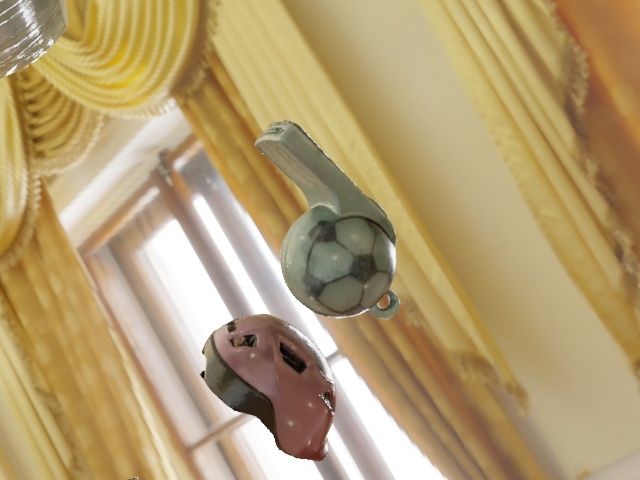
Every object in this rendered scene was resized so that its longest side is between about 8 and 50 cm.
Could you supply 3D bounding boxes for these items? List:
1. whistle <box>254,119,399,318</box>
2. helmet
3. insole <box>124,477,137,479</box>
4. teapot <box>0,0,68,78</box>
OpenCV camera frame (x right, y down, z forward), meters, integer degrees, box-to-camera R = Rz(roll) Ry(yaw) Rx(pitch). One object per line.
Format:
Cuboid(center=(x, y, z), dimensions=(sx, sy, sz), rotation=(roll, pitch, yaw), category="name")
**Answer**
Cuboid(center=(0.000, 0.000, 1.326), dimensions=(0.163, 0.289, 0.163), rotation=(-40, 18, 16), category="whistle")
Cuboid(center=(-0.061, 0.207, 1.596), dimensions=(0.154, 0.253, 0.198), rotation=(-58, 19, 15), category="helmet")
Cuboid(center=(-0.354, 0.376, 1.480), dimensions=(0.232, 0.003, 0.080), rotation=(-11, -21, -48), category="insole")
Cuboid(center=(-0.186, -0.163, 0.530), dimensions=(0.077, 0.107, 0.200), rotation=(-37, 1, -13), category="teapot")
